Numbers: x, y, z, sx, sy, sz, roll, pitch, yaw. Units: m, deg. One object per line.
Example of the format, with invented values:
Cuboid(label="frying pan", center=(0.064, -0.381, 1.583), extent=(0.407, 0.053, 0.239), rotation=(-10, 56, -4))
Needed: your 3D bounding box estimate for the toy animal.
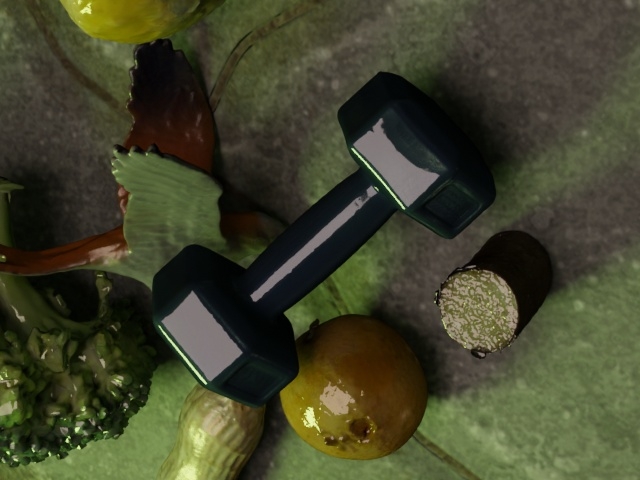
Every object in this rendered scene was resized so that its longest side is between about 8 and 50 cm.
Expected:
Cuboid(label="toy animal", center=(-0.194, 0.008, 1.721), extent=(0.284, 0.225, 0.302), rotation=(-30, 121, 10))

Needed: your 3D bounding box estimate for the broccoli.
Cuboid(label="broccoli", center=(-0.372, 0.108, 1.843), extent=(0.338, 0.277, 0.317), rotation=(-29, 85, 32))

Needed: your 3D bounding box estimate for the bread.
Cuboid(label="bread", center=(-0.162, -0.277, 1.652), extent=(0.170, 0.197, 0.197), rotation=(52, 125, 18))

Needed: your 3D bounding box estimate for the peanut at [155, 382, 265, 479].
Cuboid(label="peanut", center=(-0.113, 0.213, 1.837), extent=(0.087, 0.087, 0.207), rotation=(34, 120, 17))

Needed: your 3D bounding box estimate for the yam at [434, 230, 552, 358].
Cuboid(label="yam", center=(0.157, 0.044, 1.598), extent=(0.084, 0.127, 0.084), rotation=(8, 110, 23))

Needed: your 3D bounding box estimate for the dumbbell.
Cuboid(label="dumbbell", center=(0.000, 0.000, 1.613), extent=(0.316, 0.156, 0.143), rotation=(-42, 114, 14))

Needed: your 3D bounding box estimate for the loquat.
Cuboid(label="loquat", center=(0.029, 0.138, 1.697), extent=(0.141, 0.141, 0.141), rotation=(10, 111, 28))
